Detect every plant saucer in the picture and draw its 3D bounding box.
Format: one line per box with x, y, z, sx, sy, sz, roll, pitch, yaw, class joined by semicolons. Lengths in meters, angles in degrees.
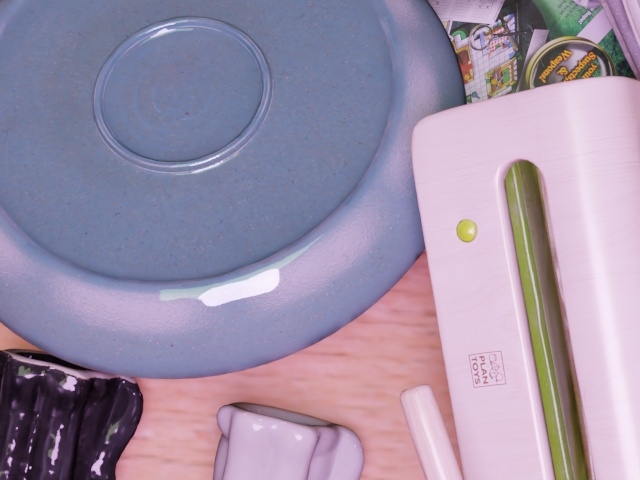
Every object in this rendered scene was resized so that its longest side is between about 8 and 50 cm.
-0.076;-0.075;0.900;0.317;0.044;0.318;-3;62;5;plant saucer

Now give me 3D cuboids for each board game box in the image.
0.122;-0.118;0.948;0.136;0.030;0.260;43;85;12;board game box

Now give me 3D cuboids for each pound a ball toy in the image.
0.135;0.082;0.790;0.135;0.208;0.319;-12;85;26;pound a ball toy

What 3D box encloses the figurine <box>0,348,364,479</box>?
-0.100;0.185;0.884;0.214;0.092;0.210;13;88;5;figurine

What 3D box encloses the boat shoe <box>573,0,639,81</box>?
0.183;-0.219;0.908;0.118;0.103;0.321;-15;84;-19;boat shoe
